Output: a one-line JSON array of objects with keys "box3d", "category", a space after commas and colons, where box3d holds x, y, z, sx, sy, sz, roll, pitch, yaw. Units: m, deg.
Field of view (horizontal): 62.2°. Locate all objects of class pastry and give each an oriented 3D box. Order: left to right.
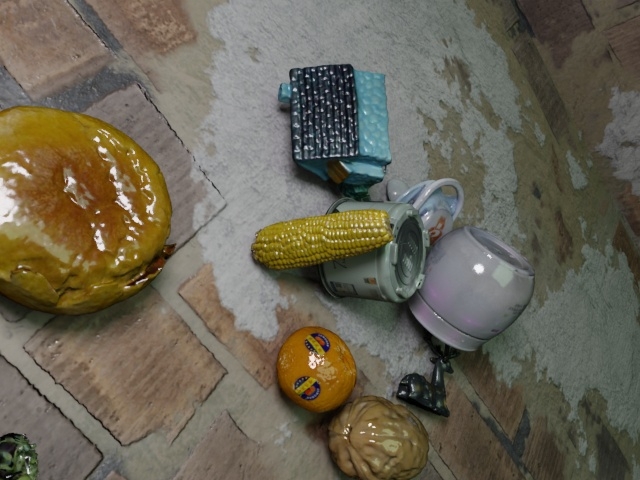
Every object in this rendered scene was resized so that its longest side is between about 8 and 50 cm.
[{"box3d": [-0.401, -0.051, 0.832, 0.356, 0.164, 0.355, 11, 72, -36], "category": "pastry"}]

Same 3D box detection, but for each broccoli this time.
[{"box3d": [-0.432, 0.345, 0.706, 0.154, 0.160, 0.167, 52, 30, 3], "category": "broccoli"}]

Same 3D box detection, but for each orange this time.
[{"box3d": [-0.010, 0.265, 1.091, 0.178, 0.155, 0.177, 40, 19, -17], "category": "orange"}]

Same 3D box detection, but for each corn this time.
[{"box3d": [0.000, 0.000, 1.072, 0.106, 0.305, 0.106, 28, 58, -58], "category": "corn"}]

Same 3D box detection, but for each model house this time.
[{"box3d": [0.011, -0.247, 1.236, 0.241, 0.226, 0.261, 5, 72, -25], "category": "model house"}]

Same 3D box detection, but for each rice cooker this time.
[{"box3d": [0.110, 0.021, 1.218, 0.280, 0.227, 0.241, 45, 56, -50], "category": "rice cooker"}]

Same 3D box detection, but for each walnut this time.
[{"box3d": [0.129, 0.438, 1.152, 0.245, 0.198, 0.198, 38, 57, -37], "category": "walnut"}]

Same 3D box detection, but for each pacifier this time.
[{"box3d": [0.258, -0.098, 1.430, 0.279, 0.227, 0.207, 22, 21, -49], "category": "pacifier"}]

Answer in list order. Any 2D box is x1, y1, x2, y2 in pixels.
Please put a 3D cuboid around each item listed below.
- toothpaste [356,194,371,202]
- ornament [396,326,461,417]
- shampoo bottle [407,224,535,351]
[{"box3d": [0.127, -0.028, 1.371, 0.043, 0.037, 0.178, -20, 93, -46], "category": "toothpaste"}, {"box3d": [0.287, 0.322, 1.397, 0.202, 0.080, 0.236, 34, 61, -34], "category": "ornament"}, {"box3d": [0.383, 0.122, 1.362, 0.273, 0.266, 0.273, 25, 24, -12], "category": "shampoo bottle"}]
